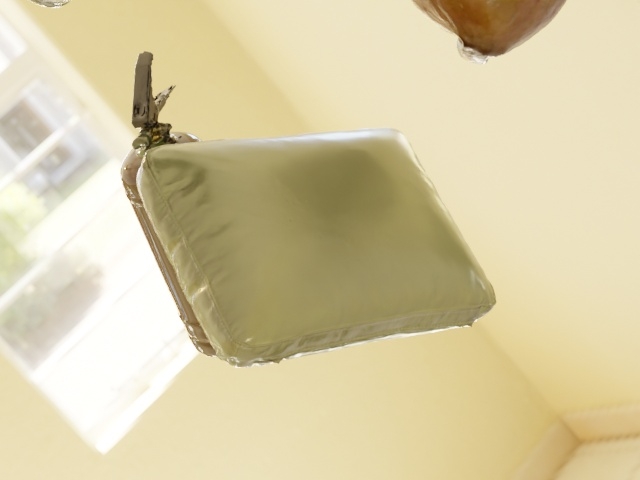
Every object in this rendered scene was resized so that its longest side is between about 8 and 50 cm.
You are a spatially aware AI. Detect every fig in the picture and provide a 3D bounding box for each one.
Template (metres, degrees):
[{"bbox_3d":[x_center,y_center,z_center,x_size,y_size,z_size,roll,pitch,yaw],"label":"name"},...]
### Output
[{"bbox_3d":[0.164,-0.318,1.534,0.224,0.263,0.224,-21,-24,-10],"label":"fig"}]

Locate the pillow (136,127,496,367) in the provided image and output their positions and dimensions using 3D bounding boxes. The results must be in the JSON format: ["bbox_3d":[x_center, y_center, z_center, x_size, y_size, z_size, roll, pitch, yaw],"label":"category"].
[{"bbox_3d":[0.000,0.000,1.507,0.322,0.255,0.120,-9,-32,-34],"label":"pillow"}]

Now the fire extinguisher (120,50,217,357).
[{"bbox_3d":[-0.145,-0.041,1.686,0.102,0.344,0.138,-5,35,22],"label":"fire extinguisher"}]

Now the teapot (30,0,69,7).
[{"bbox_3d":[-0.207,-0.325,1.407,0.178,0.163,0.221,-21,18,24],"label":"teapot"}]
